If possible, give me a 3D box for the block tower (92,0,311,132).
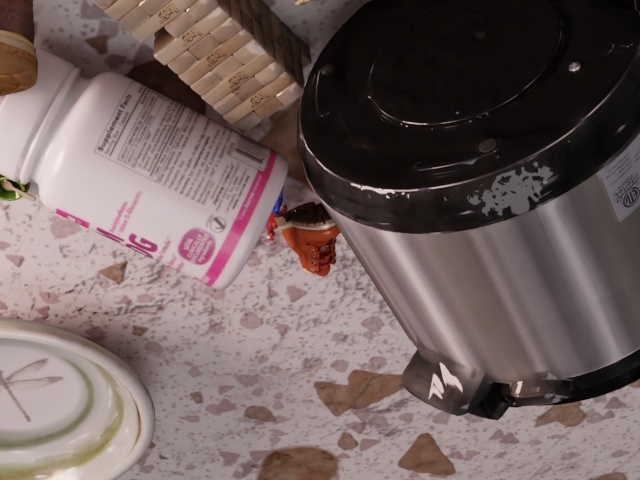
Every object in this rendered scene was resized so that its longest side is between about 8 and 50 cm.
[{"bbox_3d":[-0.143,-0.239,1.074,0.091,0.097,0.335,-31,132,24],"label":"block tower"}]

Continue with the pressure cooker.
[{"bbox_3d":[0.208,-0.037,1.123,0.370,0.375,0.420,-22,133,15],"label":"pressure cooker"}]

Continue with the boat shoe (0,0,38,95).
[{"bbox_3d":[-0.423,-0.198,1.077,0.342,0.123,0.123,-4,170,24],"label":"boat shoe"}]

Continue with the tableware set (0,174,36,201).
[{"bbox_3d":[-0.337,-0.089,1.255,0.154,0.024,0.104,-17,135,11],"label":"tableware set"}]

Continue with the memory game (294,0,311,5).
[{"bbox_3d":[0.054,-0.267,1.018,0.186,0.186,0.012,-27,105,20],"label":"memory game"}]

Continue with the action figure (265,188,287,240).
[{"bbox_3d":[-0.059,-0.042,1.338,0.038,0.030,0.115,-5,139,-8],"label":"action figure"}]

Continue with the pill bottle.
[{"bbox_3d":[-0.191,-0.076,1.155,0.283,0.160,0.160,26,129,-8],"label":"pill bottle"}]

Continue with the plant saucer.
[{"bbox_3d":[-0.424,0.214,1.503,0.401,0.100,0.400,-3,136,-3],"label":"plant saucer"}]

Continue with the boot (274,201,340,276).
[{"bbox_3d":[0.000,0.000,1.257,0.059,0.158,0.084,-23,95,-14],"label":"boot"}]
